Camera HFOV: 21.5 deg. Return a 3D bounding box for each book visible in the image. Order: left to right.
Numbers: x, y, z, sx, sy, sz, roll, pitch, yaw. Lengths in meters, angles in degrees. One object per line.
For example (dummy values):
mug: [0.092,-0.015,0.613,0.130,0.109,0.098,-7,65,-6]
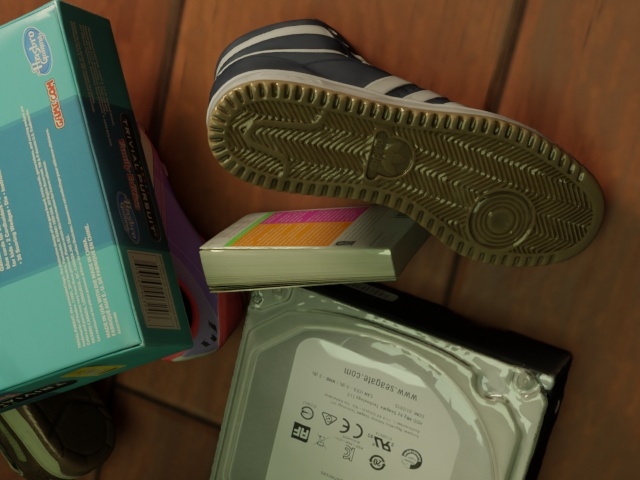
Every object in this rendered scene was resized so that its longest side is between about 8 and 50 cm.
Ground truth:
book: [0.000,0.000,1.197,0.144,0.096,0.035,-3,111,24]

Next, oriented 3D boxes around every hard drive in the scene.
hard drive: [0.030,0.204,1.261,0.237,0.064,0.338,20,112,17]

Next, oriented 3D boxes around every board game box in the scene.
board game box: [-0.281,0.006,1.232,0.336,0.079,0.253,-20,78,21]

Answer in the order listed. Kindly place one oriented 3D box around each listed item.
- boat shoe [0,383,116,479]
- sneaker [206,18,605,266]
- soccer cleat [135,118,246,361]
boat shoe: [-0.263,0.081,1.336,0.095,0.095,0.257,-32,83,46]
sneaker: [0.055,-0.074,1.166,0.282,0.153,0.099,16,110,-14]
soccer cleat: [-0.150,-0.018,1.256,0.083,0.095,0.248,-36,89,27]
